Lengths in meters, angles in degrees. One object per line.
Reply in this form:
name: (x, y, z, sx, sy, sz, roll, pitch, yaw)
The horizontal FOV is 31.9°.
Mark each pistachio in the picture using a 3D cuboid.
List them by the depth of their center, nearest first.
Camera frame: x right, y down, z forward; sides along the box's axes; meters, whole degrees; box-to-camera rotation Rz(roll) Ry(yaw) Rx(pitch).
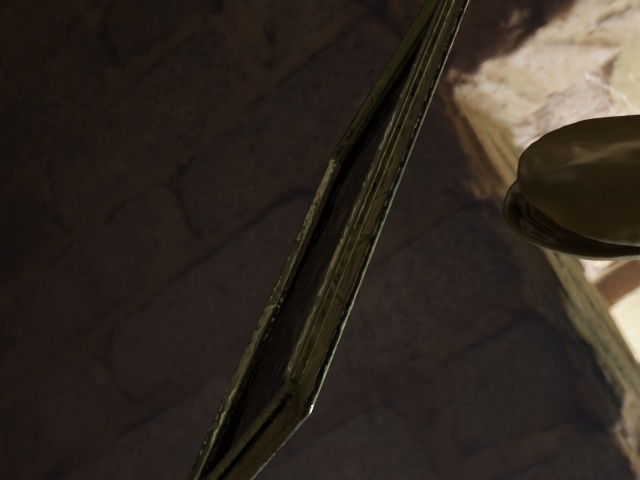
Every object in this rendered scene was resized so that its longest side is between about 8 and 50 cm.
pistachio: (0.269, -0.049, 0.964, 0.226, 0.135, 0.136, -9, 153, -10)

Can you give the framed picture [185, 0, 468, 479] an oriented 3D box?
framed picture: (0.000, 0.000, 0.575, 0.019, 0.296, 0.232, 26, 145, -5)
